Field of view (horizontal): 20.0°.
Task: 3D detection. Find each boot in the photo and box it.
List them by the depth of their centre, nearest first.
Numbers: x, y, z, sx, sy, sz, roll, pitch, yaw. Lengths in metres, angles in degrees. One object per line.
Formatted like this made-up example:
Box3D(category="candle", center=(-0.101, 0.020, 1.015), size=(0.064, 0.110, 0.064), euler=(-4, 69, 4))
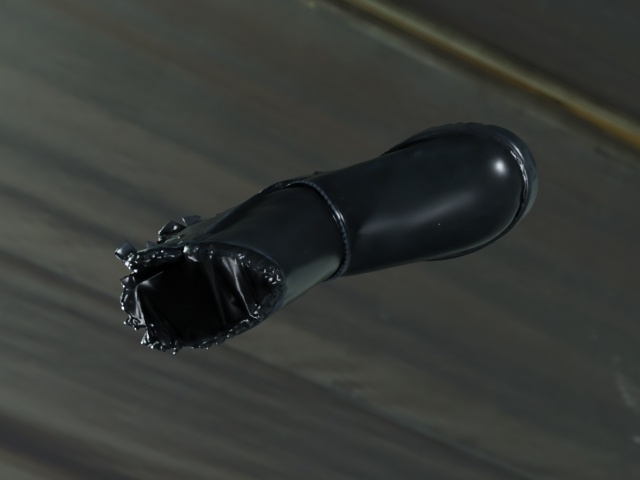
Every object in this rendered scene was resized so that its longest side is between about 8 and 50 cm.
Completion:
Box3D(category="boot", center=(0.000, -0.001, 0.591), size=(0.121, 0.045, 0.099), euler=(-11, 10, 32))
